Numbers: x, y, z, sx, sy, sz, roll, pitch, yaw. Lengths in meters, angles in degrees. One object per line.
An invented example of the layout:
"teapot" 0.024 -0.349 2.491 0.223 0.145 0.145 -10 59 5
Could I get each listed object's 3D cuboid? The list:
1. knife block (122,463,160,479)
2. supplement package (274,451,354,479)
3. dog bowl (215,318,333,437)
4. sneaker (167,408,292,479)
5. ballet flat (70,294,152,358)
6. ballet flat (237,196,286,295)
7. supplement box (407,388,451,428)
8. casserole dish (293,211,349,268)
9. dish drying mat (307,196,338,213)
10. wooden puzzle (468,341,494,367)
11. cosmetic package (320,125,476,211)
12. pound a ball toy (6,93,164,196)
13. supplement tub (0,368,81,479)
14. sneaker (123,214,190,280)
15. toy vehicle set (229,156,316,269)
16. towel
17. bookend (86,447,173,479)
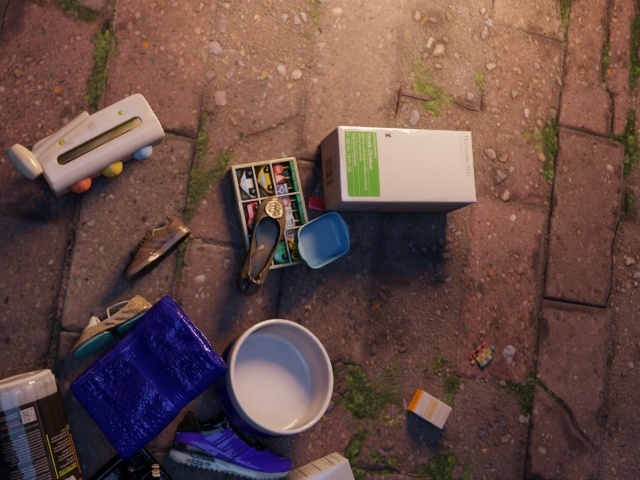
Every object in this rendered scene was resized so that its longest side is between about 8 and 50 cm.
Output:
"knife block" -0.419 0.624 1.596 0.088 0.276 0.242 18 55 -18
"supplement package" -0.012 0.599 1.762 0.179 0.105 0.105 -18 90 -18
"dog bowl" -0.107 0.324 1.713 0.265 0.104 0.265 12 65 -26
"sneaker" -0.195 0.467 1.716 0.293 0.102 0.146 16 80 -16
"ballet flat" -0.483 0.192 1.675 0.206 0.073 0.067 -30 67 -20
"ballet flat" -0.138 0.012 1.756 0.084 0.058 0.250 22 80 -16
"supplement box" 0.283 0.438 1.905 0.098 0.036 0.062 33 76 -12
"casserole dish" 0.000 0.000 1.820 0.188 0.037 0.114 -27 101 -43
"dish drying mat" 0.008 -0.090 1.876 0.083 0.008 0.032 9 82 -18
"wooden puzzle" 0.439 0.309 1.982 0.083 0.006 0.049 -38 97 -17
"cosmetic package" 0.196 -0.175 1.867 0.365 0.155 0.197 -2 83 -17
"pound a ball toy" -0.504 -0.196 1.616 0.319 0.208 0.136 -32 95 -18
"supplement tub" -0.618 0.445 1.535 0.193 0.193 0.316 -15 89 -18
"sneaker" -0.396 0.017 1.719 0.188 0.066 0.071 -41 82 -22
"toy vehicle set" -0.119 -0.064 1.819 0.166 0.035 0.267 -12 89 -19
"towel" -0.385 0.298 1.616 0.308 0.076 0.227 -43 74 -2
"bookend" -0.425 0.559 1.651 0.157 0.072 0.156 -40 98 -16
